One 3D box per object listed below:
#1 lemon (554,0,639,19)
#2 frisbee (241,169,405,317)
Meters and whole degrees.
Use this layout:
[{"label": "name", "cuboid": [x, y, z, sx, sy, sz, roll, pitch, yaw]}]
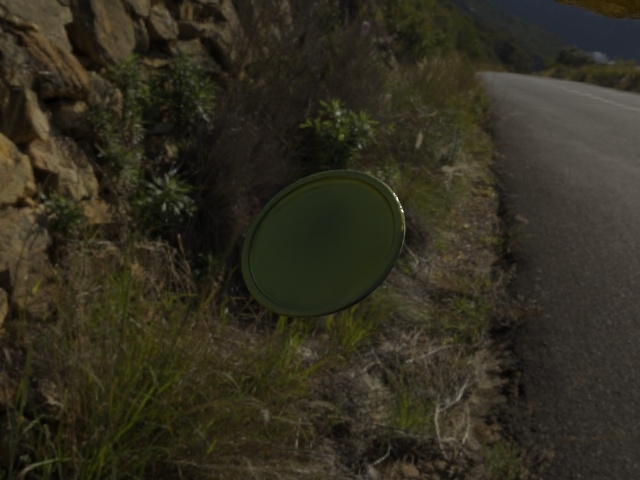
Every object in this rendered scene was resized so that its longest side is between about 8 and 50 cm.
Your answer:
[{"label": "lemon", "cuboid": [0.300, -0.347, 0.537, 0.260, 0.260, 0.284, -2, 53, -18]}, {"label": "frisbee", "cuboid": [0.000, 0.000, 0.774, 0.236, 0.017, 0.236, -13, 54, 18]}]
